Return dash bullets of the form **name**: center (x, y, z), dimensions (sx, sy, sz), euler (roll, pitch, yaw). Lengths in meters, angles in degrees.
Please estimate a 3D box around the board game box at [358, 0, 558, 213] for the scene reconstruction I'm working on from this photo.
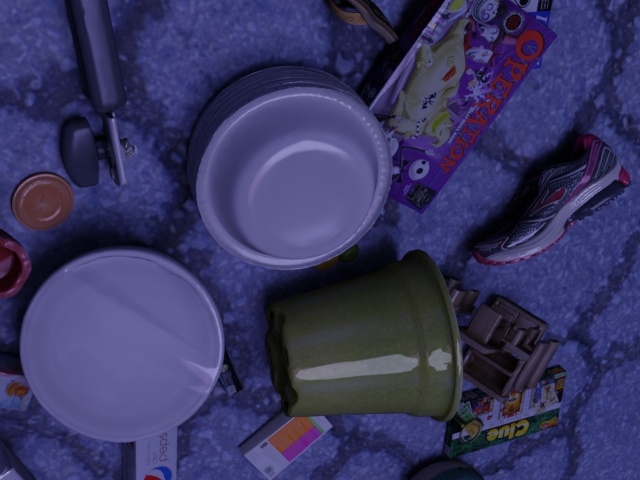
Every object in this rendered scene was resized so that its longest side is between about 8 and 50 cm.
- **board game box**: center (0.176, -0.219, 1.590), dimensions (0.208, 0.056, 0.347), euler (22, 111, -38)

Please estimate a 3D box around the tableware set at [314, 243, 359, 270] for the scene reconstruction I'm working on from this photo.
- **tableware set**: center (0.000, 0.000, 1.661), dimensions (0.154, 0.024, 0.104), euler (-5, 121, -29)

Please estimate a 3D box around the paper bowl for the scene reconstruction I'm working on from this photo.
- **paper bowl**: center (-0.036, -0.088, 1.477), dimensions (0.284, 0.148, 0.284), euler (-8, 120, -14)

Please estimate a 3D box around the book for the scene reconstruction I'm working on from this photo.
- **book**: center (-0.056, 0.337, 1.805), dimensions (0.144, 0.035, 0.096), euler (-40, 132, -5)

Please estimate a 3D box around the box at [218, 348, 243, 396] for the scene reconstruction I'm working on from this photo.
- **box**: center (-0.165, 0.160, 1.604), dimensions (0.027, 0.094, 0.137), euler (-28, 127, -14)

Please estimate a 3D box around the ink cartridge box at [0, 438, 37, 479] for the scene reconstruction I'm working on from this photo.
- **ink cartridge box**: center (-0.478, 0.419, 1.563), dimensions (0.160, 0.092, 0.219), euler (-33, 127, -11)

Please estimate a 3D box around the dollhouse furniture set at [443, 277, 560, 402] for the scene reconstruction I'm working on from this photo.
- **dollhouse furniture set**: center (0.281, 0.187, 1.811), dimensions (0.161, 0.212, 0.242), euler (-62, 154, 10)

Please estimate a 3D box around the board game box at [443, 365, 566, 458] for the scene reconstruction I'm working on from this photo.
- **board game box**: center (0.358, 0.331, 2.047), dimensions (0.260, 0.030, 0.136), euler (-12, 123, -25)

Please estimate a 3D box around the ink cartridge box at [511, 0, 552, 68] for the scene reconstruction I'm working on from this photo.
- **ink cartridge box**: center (0.305, -0.365, 1.621), dimensions (0.097, 0.046, 0.207), euler (-9, 120, -25)

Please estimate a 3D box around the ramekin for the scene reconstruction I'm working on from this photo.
- **ramekin**: center (-0.265, 0.128, 1.454), dimensions (0.273, 0.127, 0.273), euler (-1, 103, -2)

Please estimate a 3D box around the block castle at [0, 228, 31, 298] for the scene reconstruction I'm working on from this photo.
- **block castle**: center (-0.597, 0.054, 1.217), dimensions (0.453, 0.213, 0.303), euler (-36, 128, -9)

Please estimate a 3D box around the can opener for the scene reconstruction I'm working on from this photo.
- **can opener**: center (-0.291, -0.191, 1.350), dimensions (0.093, 0.074, 0.280), euler (-14, 122, -23)

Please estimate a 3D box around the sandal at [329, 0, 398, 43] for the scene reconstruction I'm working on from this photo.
- **sandal**: center (0.044, -0.328, 1.484), dimensions (0.049, 0.072, 0.180), euler (-35, 136, 18)

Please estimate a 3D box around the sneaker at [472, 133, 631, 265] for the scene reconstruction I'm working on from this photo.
- **sneaker**: center (0.377, -0.061, 1.803), dimensions (0.299, 0.121, 0.112), euler (-37, 99, -7)

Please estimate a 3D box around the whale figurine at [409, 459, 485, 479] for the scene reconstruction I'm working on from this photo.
- **whale figurine**: center (0.231, 0.556, 2.023), dimensions (0.216, 0.141, 0.272), euler (8, 112, -34)

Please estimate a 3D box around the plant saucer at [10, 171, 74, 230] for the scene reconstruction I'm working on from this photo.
- **plant saucer**: center (-0.371, -0.051, 1.418), dimensions (0.083, 0.013, 0.083), euler (-14, 121, -24)

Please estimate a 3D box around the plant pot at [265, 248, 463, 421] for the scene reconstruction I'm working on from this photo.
- **plant pot**: center (0.053, 0.167, 1.652), dimensions (0.254, 0.276, 0.276), euler (-8, 120, -14)

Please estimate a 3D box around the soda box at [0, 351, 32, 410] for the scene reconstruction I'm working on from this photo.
- **soda box**: center (-0.486, 0.184, 1.448), dimensions (0.183, 0.063, 0.058), euler (16, 107, -35)

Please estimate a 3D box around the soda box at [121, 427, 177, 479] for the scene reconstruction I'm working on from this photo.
- **soda box**: center (-0.267, 0.323, 1.646), dimensions (0.069, 0.074, 0.216), euler (-9, 120, -26)
